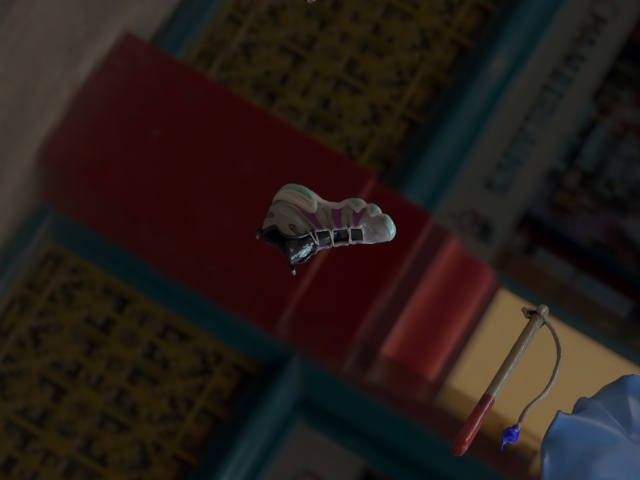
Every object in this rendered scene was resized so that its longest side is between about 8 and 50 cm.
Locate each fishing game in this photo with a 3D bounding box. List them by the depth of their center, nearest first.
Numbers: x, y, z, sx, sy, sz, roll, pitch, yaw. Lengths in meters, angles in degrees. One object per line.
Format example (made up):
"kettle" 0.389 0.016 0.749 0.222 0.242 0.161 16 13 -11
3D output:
"fishing game" 0.186 0.150 1.010 0.041 0.264 0.189 -51 180 40

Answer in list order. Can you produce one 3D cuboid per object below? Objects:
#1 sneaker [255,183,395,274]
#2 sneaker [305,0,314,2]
"sneaker" 0.000 0.000 1.414 0.069 0.098 0.038 -58 148 -35
"sneaker" -0.067 -0.322 1.842 0.092 0.225 0.088 -51 -148 10
